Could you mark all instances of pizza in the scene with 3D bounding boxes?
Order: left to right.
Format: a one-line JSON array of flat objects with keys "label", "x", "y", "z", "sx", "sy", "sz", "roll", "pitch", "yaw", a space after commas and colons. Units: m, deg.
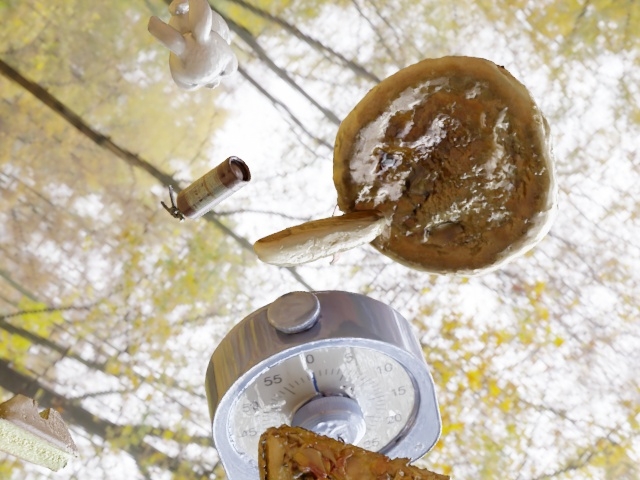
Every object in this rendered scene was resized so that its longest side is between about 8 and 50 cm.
[{"label": "pizza", "x": 0.036, "y": 0.412, "z": 1.477, "sx": 0.288, "sy": 0.251, "sz": 0.074, "roll": 12, "pitch": -156, "yaw": 17}]

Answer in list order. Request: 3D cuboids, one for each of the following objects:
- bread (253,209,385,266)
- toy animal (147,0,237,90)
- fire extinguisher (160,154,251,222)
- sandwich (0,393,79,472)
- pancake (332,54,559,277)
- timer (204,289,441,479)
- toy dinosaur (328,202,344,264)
[{"label": "bread", "x": 0.001, "y": -0.001, "z": 1.434, "sx": 0.214, "sy": 0.053, "sz": 0.073, "roll": -16, "pitch": -158, "yaw": -26}, {"label": "toy animal", "x": -0.238, "y": -0.380, "z": 1.894, "sx": 0.128, "sy": 0.178, "sz": 0.193, "roll": -21, "pitch": -159, "yaw": 8}, {"label": "fire extinguisher", "x": -0.257, "y": -0.111, "z": 2.160, "sx": 0.231, "sy": 0.071, "sz": 0.099, "roll": -30, "pitch": -106, "yaw": 30}, {"label": "sandwich", "x": -0.564, "y": 0.353, "z": 1.893, "sx": 0.090, "sy": 0.244, "sz": 0.088, "roll": -31, "pitch": -135, "yaw": 17}, {"label": "pancake", "x": 0.181, "y": -0.093, "z": 1.458, "sx": 0.356, "sy": 0.356, "sz": 0.065, "roll": -33, "pitch": -161, "yaw": 28}, {"label": "timer", "x": -0.004, "y": 0.246, "z": 1.603, "sx": 0.395, "sy": 0.395, "sz": 0.173, "roll": -40, "pitch": -146, "yaw": 18}, {"label": "toy dinosaur", "x": 0.046, "y": -0.027, "z": 2.095, "sx": 0.055, "sy": 0.279, "sz": 0.101, "roll": 25, "pitch": -129, "yaw": 18}]
